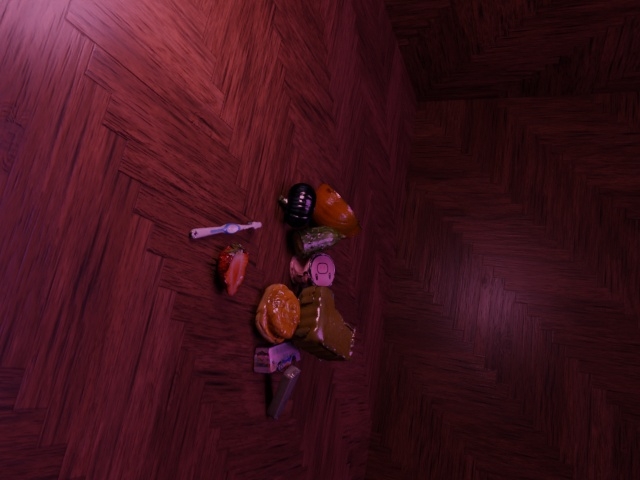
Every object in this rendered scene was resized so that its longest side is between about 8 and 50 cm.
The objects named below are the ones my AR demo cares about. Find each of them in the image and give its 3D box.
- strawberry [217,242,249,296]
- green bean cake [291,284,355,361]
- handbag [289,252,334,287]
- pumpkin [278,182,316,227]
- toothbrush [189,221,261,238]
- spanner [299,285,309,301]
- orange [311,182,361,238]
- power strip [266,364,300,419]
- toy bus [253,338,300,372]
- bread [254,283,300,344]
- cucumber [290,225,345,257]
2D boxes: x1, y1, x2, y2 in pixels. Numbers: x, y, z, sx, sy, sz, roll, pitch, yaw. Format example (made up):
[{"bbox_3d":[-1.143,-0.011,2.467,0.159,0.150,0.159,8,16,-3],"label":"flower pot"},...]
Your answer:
[{"bbox_3d":[-0.306,0.099,1.632,0.146,0.082,0.187,-5,105,-61],"label":"strawberry"},{"bbox_3d":[0.007,0.372,2.087,0.310,0.202,0.285,42,46,-38],"label":"green bean cake"},{"bbox_3d":[-0.037,0.135,2.169,0.205,0.116,0.179,2,85,-55],"label":"handbag"},{"bbox_3d":[-0.087,-0.148,2.002,0.194,0.150,0.194,-46,145,-47],"label":"pumpkin"},{"bbox_3d":[-0.314,-0.040,1.635,0.386,0.040,0.040,-16,109,-65],"label":"toothbrush"},{"bbox_3d":[-0.068,0.238,2.225,0.087,0.024,0.316,44,50,-37],"label":"spanner"},{"bbox_3d":[0.072,-0.133,2.249,0.310,0.274,0.274,109,8,-45],"label":"orange"},{"bbox_3d":[-0.155,0.634,1.986,0.078,0.052,0.272,-28,143,-60],"label":"power strip"},{"bbox_3d":[-0.175,0.481,1.986,0.274,0.090,0.112,5,82,-68],"label":"toy bus"},{"bbox_3d":[-0.171,0.292,1.916,0.198,0.120,0.236,58,39,-40],"label":"bread"},{"bbox_3d":[-0.001,-0.003,2.111,0.244,0.134,0.134,-10,108,-24],"label":"cucumber"}]
